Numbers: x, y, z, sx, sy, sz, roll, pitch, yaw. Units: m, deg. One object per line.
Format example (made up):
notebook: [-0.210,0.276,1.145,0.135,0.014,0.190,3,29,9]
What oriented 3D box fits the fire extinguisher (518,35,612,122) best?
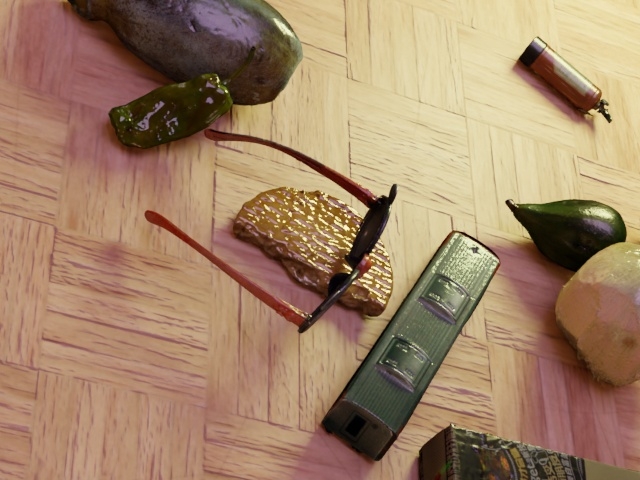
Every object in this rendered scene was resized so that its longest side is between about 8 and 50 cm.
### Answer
fire extinguisher: [0.394,-0.250,2.316,0.177,0.050,0.062,40,20,1]

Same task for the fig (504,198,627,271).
fig: [0.342,-0.014,2.076,0.178,0.117,0.117,12,50,-5]

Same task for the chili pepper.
chili pepper: [-0.167,-0.172,1.865,0.204,0.073,0.072,-22,85,-10]

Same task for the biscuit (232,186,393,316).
biscuit: [0.000,0.001,1.894,0.224,0.033,0.144,30,48,-6]

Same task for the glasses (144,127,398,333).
glasses: [-0.056,-0.032,1.791,0.268,0.118,0.234,33,53,-3]

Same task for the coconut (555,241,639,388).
coconut: [0.421,0.091,1.978,0.194,0.194,0.194,17,50,-21]

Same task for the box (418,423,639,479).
box: [0.273,0.355,1.762,0.310,0.084,0.198,17,50,-21]

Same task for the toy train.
toy train: [0.135,0.109,1.862,0.086,0.089,0.409,35,46,3]

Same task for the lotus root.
lotus root: [-0.176,-0.292,1.934,0.322,0.140,0.158,24,48,-11]
